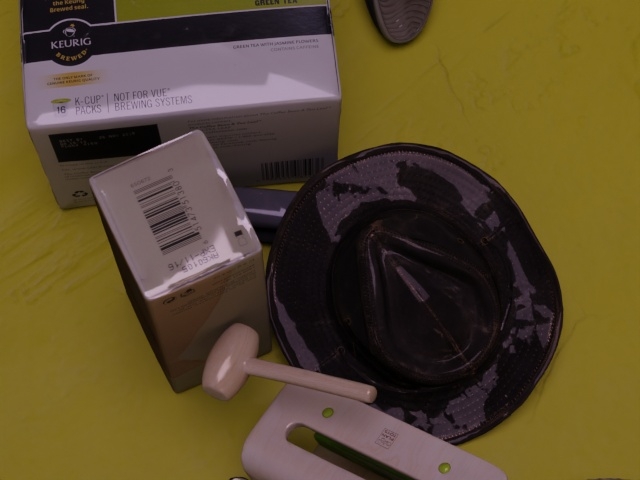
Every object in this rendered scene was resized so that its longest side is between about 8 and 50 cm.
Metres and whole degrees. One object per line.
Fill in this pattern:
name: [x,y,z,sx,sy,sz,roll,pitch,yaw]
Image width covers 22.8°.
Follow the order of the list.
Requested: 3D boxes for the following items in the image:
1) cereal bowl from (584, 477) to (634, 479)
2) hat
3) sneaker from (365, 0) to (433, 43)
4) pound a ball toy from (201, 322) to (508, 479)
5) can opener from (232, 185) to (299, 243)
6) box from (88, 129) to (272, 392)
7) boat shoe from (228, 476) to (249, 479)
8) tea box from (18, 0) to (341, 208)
cereal bowl: [0.292,0.390,1.549,0.339,0.141,0.339,0,67,1]
hat: [0.093,0.058,1.640,0.331,0.134,0.331,0,88,4]
sneaker: [0.071,-0.343,1.888,0.083,0.118,0.222,-8,96,-23]
pound a ball toy: [0.028,0.228,1.539,0.319,0.208,0.135,21,67,35]
can opener: [0.000,0.000,1.741,0.284,0.076,0.095,5,65,3]
box: [-0.134,0.031,1.603,0.121,0.311,0.148,-25,69,-10]
boat shoe: [-0.103,0.307,1.638,0.049,0.042,0.133,25,82,0]
tea box: [-0.156,-0.235,1.760,0.329,0.220,0.323,-5,69,-2]
